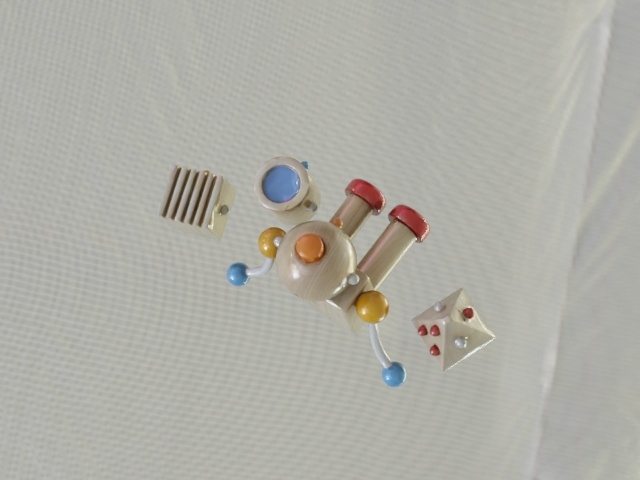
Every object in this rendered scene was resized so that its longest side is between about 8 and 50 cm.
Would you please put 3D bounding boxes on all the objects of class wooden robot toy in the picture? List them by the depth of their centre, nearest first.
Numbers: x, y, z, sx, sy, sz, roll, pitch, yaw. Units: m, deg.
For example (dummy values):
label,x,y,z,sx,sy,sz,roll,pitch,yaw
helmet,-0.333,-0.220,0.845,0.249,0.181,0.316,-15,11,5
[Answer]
label,x,y,z,sx,sy,sz,roll,pitch,yaw
wooden robot toy,0.000,0.000,0.555,0.173,0.079,0.076,31,-96,17
